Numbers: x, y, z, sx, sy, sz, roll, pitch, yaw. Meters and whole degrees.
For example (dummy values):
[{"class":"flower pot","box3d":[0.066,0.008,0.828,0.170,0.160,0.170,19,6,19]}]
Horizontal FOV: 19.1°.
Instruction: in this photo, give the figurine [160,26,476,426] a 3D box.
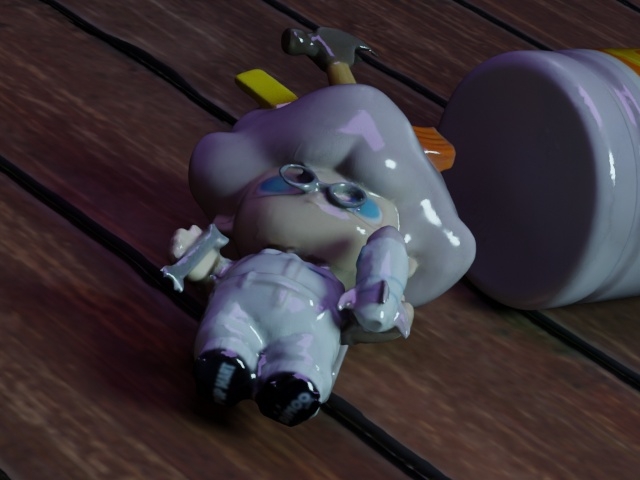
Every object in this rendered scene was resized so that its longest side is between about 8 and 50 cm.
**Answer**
[{"class":"figurine","box3d":[0.000,0.000,0.857,0.137,0.112,0.229,12,39,8]}]

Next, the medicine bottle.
[{"class":"medicine bottle","box3d":[0.191,-0.038,1.009,0.250,0.133,0.133,-4,33,-37]}]
